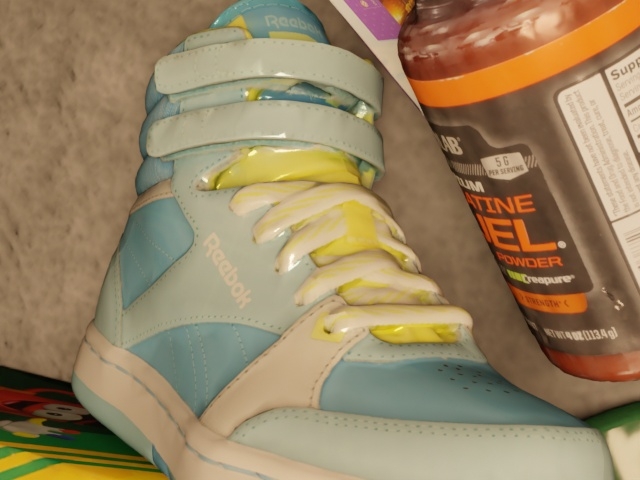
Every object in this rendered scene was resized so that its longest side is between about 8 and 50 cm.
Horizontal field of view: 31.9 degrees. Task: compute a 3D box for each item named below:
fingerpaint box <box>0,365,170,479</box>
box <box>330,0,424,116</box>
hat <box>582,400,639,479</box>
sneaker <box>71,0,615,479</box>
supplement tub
[{"bbox_3d":[-0.143,0.305,0.541,0.371,0.163,0.445,10,92,23],"label":"fingerpaint box"},{"bbox_3d":[0.100,-0.221,0.494,0.293,0.057,0.201,-42,76,19],"label":"box"},{"bbox_3d":[0.177,0.178,0.437,0.208,0.173,0.183,-3,116,53],"label":"hat"},{"bbox_3d":[0.000,0.000,0.455,0.319,0.127,0.208,13,92,53],"label":"sneaker"},{"bbox_3d":[0.097,-0.050,0.433,0.106,0.106,0.198,-21,110,23],"label":"supplement tub"}]
